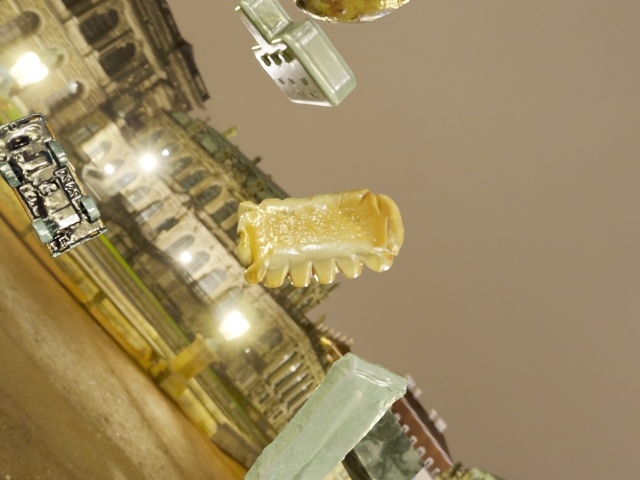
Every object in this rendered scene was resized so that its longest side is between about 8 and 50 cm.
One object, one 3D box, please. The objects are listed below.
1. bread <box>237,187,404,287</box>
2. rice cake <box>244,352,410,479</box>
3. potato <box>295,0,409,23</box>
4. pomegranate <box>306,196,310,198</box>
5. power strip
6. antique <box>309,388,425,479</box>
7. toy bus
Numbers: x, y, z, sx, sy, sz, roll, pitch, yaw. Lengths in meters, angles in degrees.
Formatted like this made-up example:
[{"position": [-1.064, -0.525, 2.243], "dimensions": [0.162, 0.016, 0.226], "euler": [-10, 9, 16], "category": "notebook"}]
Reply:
[{"position": [0.000, 0.000, 1.092], "dimensions": [0.121, 0.310, 0.173], "euler": [80, 5, -64], "category": "bread"}, {"position": [0.003, 0.225, 0.684], "dimensions": [0.085, 0.226, 0.040], "euler": [30, 18, -24], "category": "rice cake"}, {"position": [0.085, -0.554, 1.254], "dimensions": [0.176, 0.297, 0.141], "euler": [63, 24, -71], "category": "potato"}, {"position": [-0.006, -0.041, 1.517], "dimensions": [0.131, 0.151, 0.191], "euler": [66, -8, -25], "category": "pomegranate"}, {"position": [-0.054, -0.302, 0.919], "dimensions": [0.194, 0.059, 0.265], "euler": [50, -4, -22], "category": "power strip"}, {"position": [0.063, 0.291, 0.888], "dimensions": [0.183, 0.088, 0.086], "euler": [59, -28, -3], "category": "antique"}, {"position": [-0.424, -0.086, 0.899], "dimensions": [0.114, 0.098, 0.201], "euler": [12, -51, 60], "category": "toy bus"}]
